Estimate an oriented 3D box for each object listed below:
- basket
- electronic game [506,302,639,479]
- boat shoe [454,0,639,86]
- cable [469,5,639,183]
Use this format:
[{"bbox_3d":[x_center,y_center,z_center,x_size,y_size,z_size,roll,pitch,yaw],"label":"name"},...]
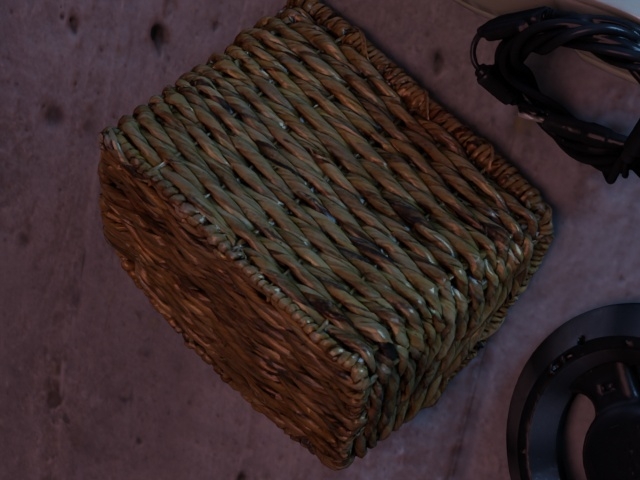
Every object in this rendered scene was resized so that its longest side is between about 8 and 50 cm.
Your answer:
[{"bbox_3d":[0.000,0.000,1.232,0.299,0.223,0.213,42,154,19],"label":"basket"},{"bbox_3d":[0.234,0.159,1.137,0.229,0.048,0.229,5,97,39],"label":"electronic game"},{"bbox_3d":[0.152,-0.213,1.097,0.319,0.116,0.099,34,75,31],"label":"boat shoe"},{"bbox_3d":[0.182,-0.094,1.053,0.150,0.047,0.184,50,159,-19],"label":"cable"}]
